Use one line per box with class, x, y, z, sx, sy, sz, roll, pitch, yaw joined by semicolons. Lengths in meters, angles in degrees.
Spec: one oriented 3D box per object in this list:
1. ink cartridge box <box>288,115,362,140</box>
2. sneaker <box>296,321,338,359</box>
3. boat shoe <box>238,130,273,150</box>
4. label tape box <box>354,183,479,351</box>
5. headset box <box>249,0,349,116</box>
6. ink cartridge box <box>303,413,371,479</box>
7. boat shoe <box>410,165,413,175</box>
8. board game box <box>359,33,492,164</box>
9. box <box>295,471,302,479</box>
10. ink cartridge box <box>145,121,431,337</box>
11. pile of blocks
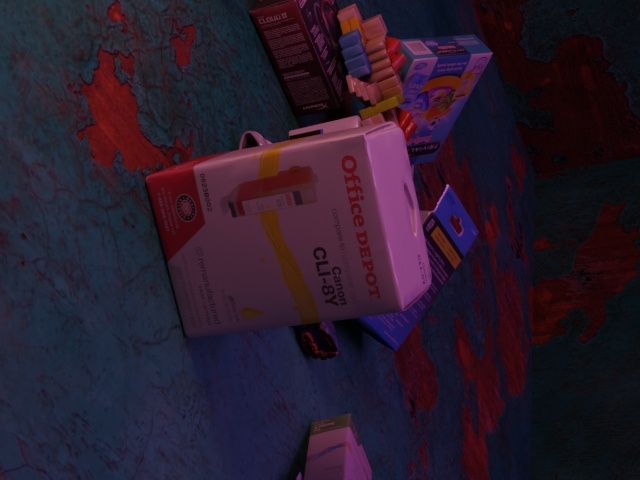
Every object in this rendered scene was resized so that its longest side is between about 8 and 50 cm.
ink cartridge box;0.074;-0.170;2.123;0.332;0.165;0.065;32;51;-59
sneaker;-0.025;0.138;1.922;0.087;0.083;0.221;-88;164;-55
boat shoe;-0.109;-0.050;1.740;0.103;0.118;0.320;40;42;-49
label tape box;0.190;0.050;2.152;0.348;0.115;0.249;-55;146;-7
headset box;-0.033;-0.449;2.043;0.218;0.110;0.293;-72;145;-47
ink cartridge box;0.035;0.465;1.854;0.212;0.093;0.154;-84;157;-65
boat shoe;0.170;-0.108;2.397;0.319;0.099;0.116;-69;163;-46
board game box;0.224;-0.317;2.242;0.253;0.336;0.079;-13;53;-36
box;-0.044;0.531;1.761;0.109;0.042;0.178;-51;127;-61
ink cartridge box;-0.048;-0.015;1.513;0.160;0.384;0.279;-31;111;-65
pile of blocks;0.125;-0.354;2.012;0.149;0.112;0.362;20;53;-66
